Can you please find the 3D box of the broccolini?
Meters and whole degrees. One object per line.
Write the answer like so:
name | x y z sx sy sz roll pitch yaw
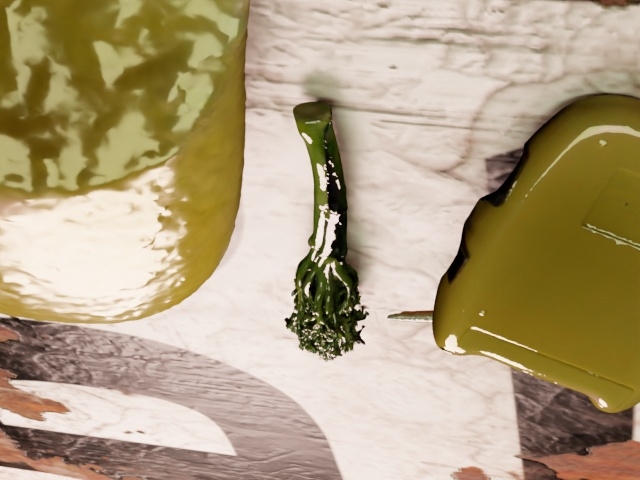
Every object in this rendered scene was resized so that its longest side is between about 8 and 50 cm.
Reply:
broccolini | 0.000 0.000 0.911 0.054 0.051 0.239 17 151 13

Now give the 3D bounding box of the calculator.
calculator | 0.154 0.013 0.839 0.157 0.033 0.236 21 137 -5

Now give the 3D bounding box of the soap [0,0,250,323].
soap | -0.187 -0.067 0.787 0.306 0.115 0.427 11 152 -3

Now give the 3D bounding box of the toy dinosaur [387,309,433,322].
toy dinosaur | 0.130 0.032 0.921 0.187 0.044 0.106 14 148 13
